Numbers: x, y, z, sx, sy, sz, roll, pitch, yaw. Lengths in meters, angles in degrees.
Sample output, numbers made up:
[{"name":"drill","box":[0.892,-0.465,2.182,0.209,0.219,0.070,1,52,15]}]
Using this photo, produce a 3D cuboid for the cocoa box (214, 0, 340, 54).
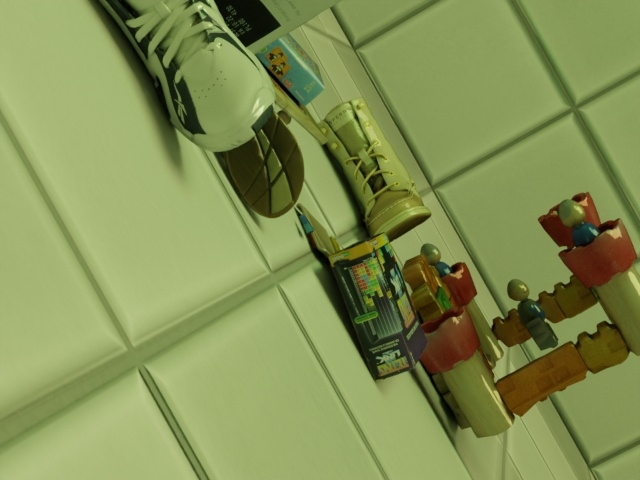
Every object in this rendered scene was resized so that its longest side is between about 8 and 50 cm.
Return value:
[{"name":"cocoa box","box":[-0.117,-0.373,1.167,0.347,0.231,0.227,43,21,-58]}]

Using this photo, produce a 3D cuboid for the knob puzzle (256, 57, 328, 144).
[{"name":"knob puzzle","box":[-0.085,-0.202,1.418,0.213,0.030,0.213,47,10,-11]}]

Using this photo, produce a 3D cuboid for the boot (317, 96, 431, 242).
[{"name":"boot","box":[0.070,-0.100,1.713,0.203,0.095,0.262,61,9,-2]}]

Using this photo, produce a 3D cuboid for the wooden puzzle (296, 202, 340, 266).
[{"name":"wooden puzzle","box":[0.000,0.000,1.342,0.116,0.014,0.078,49,11,-49]}]

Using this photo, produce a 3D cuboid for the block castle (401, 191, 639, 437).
[{"name":"block castle","box":[0.267,0.066,1.640,0.212,0.303,0.453,59,9,-3]}]

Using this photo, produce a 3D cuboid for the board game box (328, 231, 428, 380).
[{"name":"board game box","box":[0.066,0.067,1.327,0.170,0.048,0.141,-25,93,-80]}]

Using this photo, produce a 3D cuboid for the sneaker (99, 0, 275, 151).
[{"name":"sneaker","box":[-0.127,-0.183,1.004,0.153,0.094,0.235,48,16,-46]}]

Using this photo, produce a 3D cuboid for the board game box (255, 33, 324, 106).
[{"name":"board game box","box":[-0.081,-0.261,1.460,0.211,0.039,0.160,47,10,-15]}]

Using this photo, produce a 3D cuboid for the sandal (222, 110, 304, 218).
[{"name":"sandal","box":[-0.075,-0.104,1.145,0.180,0.072,0.049,56,-11,0]}]
